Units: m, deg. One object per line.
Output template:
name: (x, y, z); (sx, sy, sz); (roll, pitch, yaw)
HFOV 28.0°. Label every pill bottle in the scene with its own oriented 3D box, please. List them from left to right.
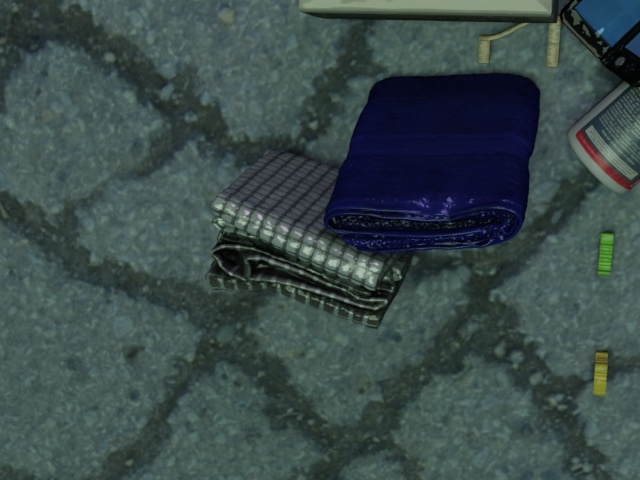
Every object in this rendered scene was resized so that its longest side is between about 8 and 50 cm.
pill bottle: (0.398, -0.151, 1.556); (0.108, 0.108, 0.180); (45, 113, -4)

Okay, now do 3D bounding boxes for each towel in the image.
towel: (0.000, 0.000, 1.611); (0.235, 0.283, 0.121); (21, 113, 7)
towel: (0.143, -0.095, 1.539); (0.228, 0.308, 0.076); (1, 127, 14)

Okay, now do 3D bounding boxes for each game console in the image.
game console: (0.378, -0.272, 1.519); (0.144, 0.124, 0.085); (-45, 120, 9)

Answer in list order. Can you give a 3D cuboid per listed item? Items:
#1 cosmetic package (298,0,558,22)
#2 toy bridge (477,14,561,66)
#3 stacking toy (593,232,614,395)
cosmetic package: (0.134, -0.328, 1.529); (0.296, 0.153, 0.129); (4, 96, 11)
toy bridge: (0.290, -0.247, 1.594); (0.188, 0.026, 0.063); (4, 108, 11)
stacking toy: (0.441, 0.102, 1.663); (0.167, 0.052, 0.221); (3, 108, 13)
